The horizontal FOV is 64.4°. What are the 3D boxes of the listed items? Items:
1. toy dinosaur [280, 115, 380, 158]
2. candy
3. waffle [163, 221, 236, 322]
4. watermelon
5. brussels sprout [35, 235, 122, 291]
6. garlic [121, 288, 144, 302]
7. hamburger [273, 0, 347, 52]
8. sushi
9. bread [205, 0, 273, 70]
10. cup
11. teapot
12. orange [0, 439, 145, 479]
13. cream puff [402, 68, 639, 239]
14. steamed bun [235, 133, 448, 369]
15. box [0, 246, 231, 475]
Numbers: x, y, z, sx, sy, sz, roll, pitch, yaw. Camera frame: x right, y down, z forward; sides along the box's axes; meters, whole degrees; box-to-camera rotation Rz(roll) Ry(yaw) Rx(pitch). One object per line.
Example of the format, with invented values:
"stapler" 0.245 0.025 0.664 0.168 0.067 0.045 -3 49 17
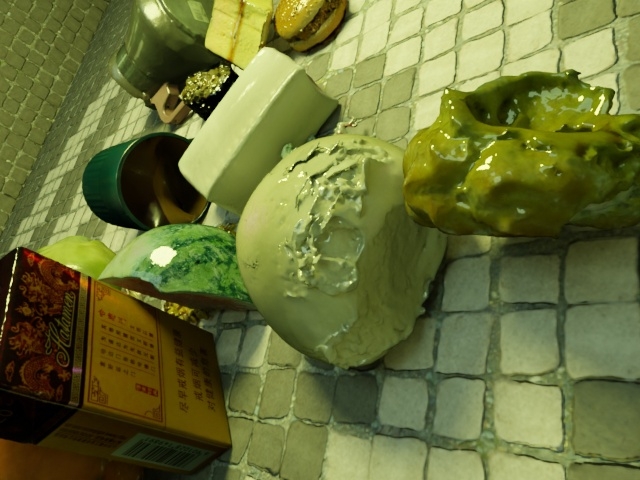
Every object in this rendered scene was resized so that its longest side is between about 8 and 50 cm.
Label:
"toy dinosaur" -0.013 -0.154 1.009 0.242 0.053 0.167 -42 49 5
"candy" -0.143 -0.232 1.122 0.358 0.145 0.208 -53 42 7
"waffle" -0.266 0.073 1.128 0.229 0.051 0.231 -14 58 36
"watermelon" -0.261 0.056 0.979 0.176 0.260 0.256 -59 39 13
"brussels sprout" -0.627 0.142 1.275 0.344 0.268 0.344 -32 43 37
"garlic" -0.444 0.207 1.175 0.101 0.087 0.195 -31 60 36
"hamburger" -0.032 -0.563 1.241 0.182 0.118 0.191 -32 41 22
"sushi" -0.304 -0.400 1.408 0.213 0.115 0.147 7 71 46
"bread" -0.156 -0.570 1.348 0.264 0.163 0.167 -45 -18 -49
"cup" -0.443 -0.169 1.309 0.292 0.242 0.307 3 71 48
"teapot" -0.470 -0.575 1.590 0.362 0.306 0.376 -34 74 37
"orange" -0.496 0.418 0.877 0.326 0.424 0.423 -2 62 16
"cream puff" 0.231 -0.099 0.573 0.282 0.282 0.185 5 97 46
"steamed bun" 0.000 0.000 0.754 0.312 0.233 0.333 5 72 50
"box" -0.349 0.209 0.839 0.116 0.415 0.264 -38 44 17
